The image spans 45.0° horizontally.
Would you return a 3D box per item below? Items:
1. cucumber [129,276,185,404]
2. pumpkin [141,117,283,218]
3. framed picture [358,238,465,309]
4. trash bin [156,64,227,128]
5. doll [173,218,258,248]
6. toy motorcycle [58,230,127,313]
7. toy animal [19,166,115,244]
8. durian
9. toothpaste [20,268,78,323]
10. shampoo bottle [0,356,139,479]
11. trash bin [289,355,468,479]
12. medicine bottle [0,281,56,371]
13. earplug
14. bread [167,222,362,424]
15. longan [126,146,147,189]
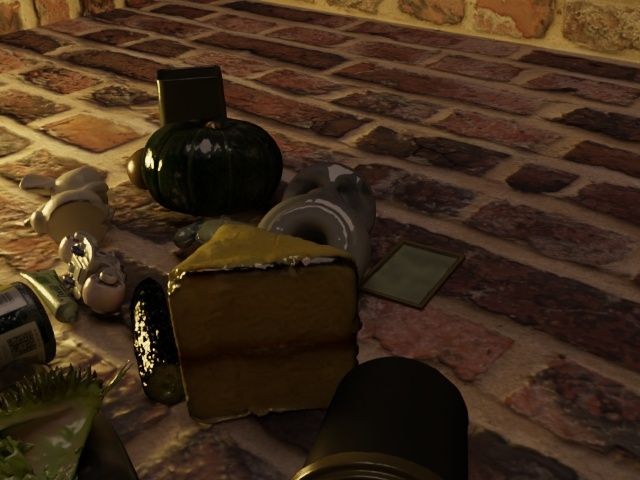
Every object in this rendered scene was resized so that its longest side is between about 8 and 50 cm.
[{"bbox_3d":[-0.267,0.147,1.243,0.072,0.072,0.300,-10,30,-14],"label":"cucumber"},{"bbox_3d":[-0.225,-0.151,1.643,0.300,0.207,0.300,-2,16,1],"label":"pumpkin"},{"bbox_3d":[0.168,0.059,1.435,0.136,0.010,0.201,16,34,27],"label":"framed picture"},{"bbox_3d":[-0.303,-0.283,1.839,0.164,0.240,0.122,-7,28,-7],"label":"trash bin"},{"bbox_3d":[-0.177,-0.006,1.506,0.214,0.071,0.103,4,31,3],"label":"doll"},{"bbox_3d":[-0.403,0.055,1.404,0.112,0.112,0.254,-17,31,-25],"label":"toy motorcycle"},{"bbox_3d":[-0.516,-0.066,1.582,0.178,0.127,0.193,-17,35,-22],"label":"toy animal"},{"bbox_3d":[-0.357,0.291,0.883,0.169,0.157,0.355,16,54,0],"label":"durian"},{"bbox_3d":[-0.477,0.095,1.381,0.064,0.041,0.218,-6,24,-34],"label":"toothpaste"},{"bbox_3d":[-0.342,0.264,1.022,0.126,0.084,0.350,-25,35,-24],"label":"shampoo bottle"},{"bbox_3d":[0.066,0.284,0.836,0.214,0.214,0.334,5,27,12],"label":"trash bin"},{"bbox_3d":[-0.553,0.174,1.135,0.293,0.141,0.141,-25,37,-35],"label":"medicine bottle"},{"bbox_3d":[0.000,-0.010,1.428,0.214,0.175,0.325,10,40,12],"label":"earplug"},{"bbox_3d":[-0.068,0.133,1.064,0.236,0.263,0.198,10,34,19],"label":"bread"},{"bbox_3d":[-0.385,-0.168,1.777,0.119,0.106,0.106,-25,33,-7],"label":"longan"}]
